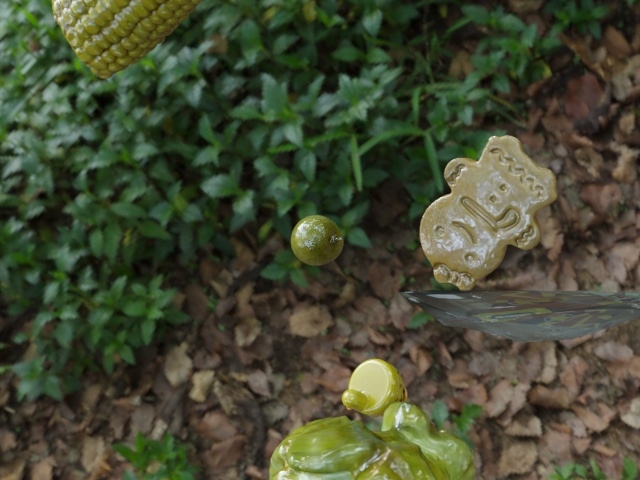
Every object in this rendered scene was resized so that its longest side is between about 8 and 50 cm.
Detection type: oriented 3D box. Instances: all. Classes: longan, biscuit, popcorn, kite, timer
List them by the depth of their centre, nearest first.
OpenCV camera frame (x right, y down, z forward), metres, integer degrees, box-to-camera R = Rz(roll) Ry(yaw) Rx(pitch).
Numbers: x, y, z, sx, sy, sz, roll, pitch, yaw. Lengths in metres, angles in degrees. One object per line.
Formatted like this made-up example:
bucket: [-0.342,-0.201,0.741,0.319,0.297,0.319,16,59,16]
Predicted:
kite: [0.162,0.030,0.445,0.245,0.141,0.015,-5,76,35]
biscuit: [0.182,-0.033,1.125,0.184,0.027,0.133,-37,85,27]
popcorn: [0.069,0.318,1.218,0.276,0.225,0.276,3,26,-1]
longan: [0.000,0.000,1.336,0.083,0.075,0.075,1,63,42]
timer: [0.095,0.270,1.819,0.107,0.109,0.107,-19,58,34]

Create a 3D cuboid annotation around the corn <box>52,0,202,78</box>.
corn: [-0.130,-0.315,0.977,0.387,0.144,0.144,-40,50,20]
